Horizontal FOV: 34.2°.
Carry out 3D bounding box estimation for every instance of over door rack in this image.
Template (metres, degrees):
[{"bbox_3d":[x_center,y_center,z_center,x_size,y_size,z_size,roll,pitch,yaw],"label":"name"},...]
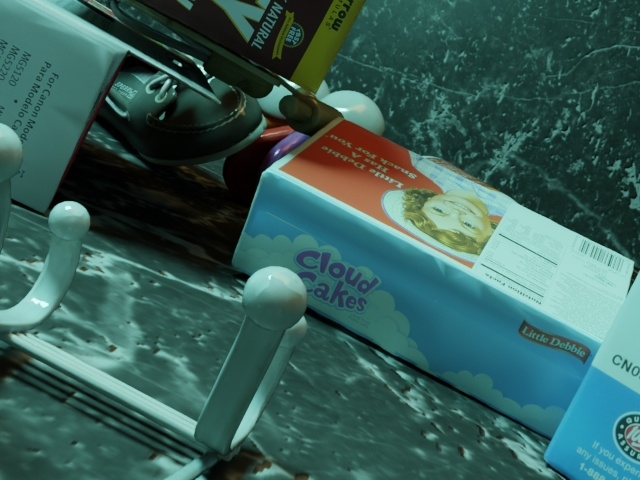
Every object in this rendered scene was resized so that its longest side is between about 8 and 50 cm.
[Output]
[{"bbox_3d":[-0.137,0.014,0.317,0.239,0.108,0.324,25,10,6],"label":"over door rack"}]

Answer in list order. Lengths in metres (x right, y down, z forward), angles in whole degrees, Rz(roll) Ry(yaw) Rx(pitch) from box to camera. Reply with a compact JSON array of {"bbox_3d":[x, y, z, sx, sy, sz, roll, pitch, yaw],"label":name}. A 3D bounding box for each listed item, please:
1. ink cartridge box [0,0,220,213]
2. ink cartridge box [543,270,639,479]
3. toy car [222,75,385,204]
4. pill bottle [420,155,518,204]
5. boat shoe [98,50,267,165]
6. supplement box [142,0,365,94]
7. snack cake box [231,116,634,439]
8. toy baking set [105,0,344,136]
[{"bbox_3d":[-0.233,-0.137,0.797,0.272,0.130,0.309,27,9,-15],"label":"ink cartridge box"},{"bbox_3d":[0.309,0.054,0.605,0.223,0.307,0.129,32,12,39],"label":"ink cartridge box"},{"bbox_3d":[-0.023,-0.075,1.037,0.136,0.159,0.182,-29,45,-34],"label":"toy car"},{"bbox_3d":[0.125,-0.022,1.108,0.121,0.121,0.216,21,11,-23],"label":"pill bottle"},{"bbox_3d":[-0.175,-0.159,1.060,0.335,0.112,0.095,27,-29,53],"label":"boat shoe"},{"bbox_3d":[-0.070,-0.219,0.778,0.194,0.129,0.191,27,8,-14],"label":"supplement box"},{"bbox_3d":[0.087,0.018,0.771,0.264,0.089,0.152,28,30,10],"label":"snack cake box"},{"bbox_3d":[-0.074,-0.140,0.850,0.196,0.030,0.256,31,8,9],"label":"toy baking set"}]
